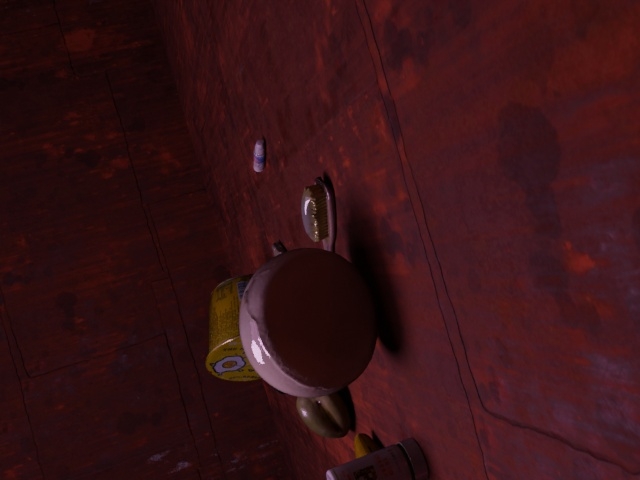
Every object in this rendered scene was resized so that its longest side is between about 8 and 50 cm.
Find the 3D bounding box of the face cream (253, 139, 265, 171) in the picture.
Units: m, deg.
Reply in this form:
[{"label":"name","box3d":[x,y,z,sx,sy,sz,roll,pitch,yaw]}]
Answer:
[{"label":"face cream","box3d":[-0.174,-0.244,1.883,0.130,0.034,0.034,104,147,-62]}]

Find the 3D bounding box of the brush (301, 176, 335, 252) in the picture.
[{"label":"brush","box3d":[-0.002,-0.001,1.447,0.072,0.067,0.313,-123,19,-45]}]

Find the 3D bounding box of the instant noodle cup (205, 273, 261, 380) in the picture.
[{"label":"instant noodle cup","box3d":[-0.235,0.284,2.195,0.326,0.325,0.254,93,165,-53]}]

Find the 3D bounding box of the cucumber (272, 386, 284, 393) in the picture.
[{"label":"cucumber","box3d":[-0.088,0.399,1.870,0.265,0.077,0.077,60,-172,-71]}]

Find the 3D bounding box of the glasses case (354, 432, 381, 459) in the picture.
[{"label":"glasses case","box3d":[0.135,0.531,1.505,0.234,0.064,0.079,-135,33,-63]}]

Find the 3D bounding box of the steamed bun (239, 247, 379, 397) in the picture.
[{"label":"steamed bun","box3d":[-0.032,0.160,1.273,0.177,0.282,0.283,-28,78,59]}]

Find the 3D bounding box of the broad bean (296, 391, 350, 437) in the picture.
[{"label":"broad bean","box3d":[0.013,0.454,1.806,0.189,0.121,0.263,52,179,5]}]

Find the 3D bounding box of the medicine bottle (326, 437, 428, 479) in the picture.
[{"label":"medicine bottle","box3d":[0.109,0.455,1.277,0.086,0.183,0.086,163,90,-76]}]

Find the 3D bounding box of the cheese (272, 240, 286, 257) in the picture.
[{"label":"cheese","box3d":[-0.073,0.105,1.887,0.400,0.034,0.085,-134,30,-61]}]
